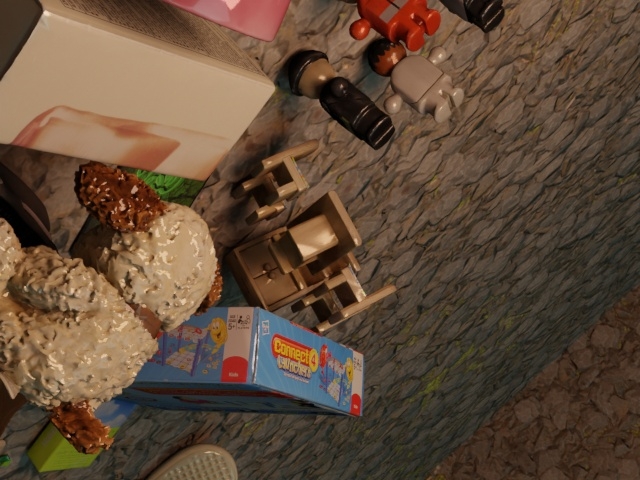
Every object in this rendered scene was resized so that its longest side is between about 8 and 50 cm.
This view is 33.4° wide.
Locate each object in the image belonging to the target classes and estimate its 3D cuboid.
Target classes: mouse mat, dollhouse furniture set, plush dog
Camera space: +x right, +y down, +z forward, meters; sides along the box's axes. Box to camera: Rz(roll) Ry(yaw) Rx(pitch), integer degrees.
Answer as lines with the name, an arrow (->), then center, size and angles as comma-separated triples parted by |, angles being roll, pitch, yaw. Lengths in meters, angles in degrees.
mouse mat -> -0.199, -0.051, 1.256 | 0.152, 0.007, 0.190 | -1, 131, -53
dollhouse furniture set -> 0.000, 0.000, 1.388 | 0.161, 0.212, 0.242 | -26, 175, -29
plush dog -> -0.195, 0.053, 0.994 | 0.225, 0.210, 0.262 | -45, 149, -9

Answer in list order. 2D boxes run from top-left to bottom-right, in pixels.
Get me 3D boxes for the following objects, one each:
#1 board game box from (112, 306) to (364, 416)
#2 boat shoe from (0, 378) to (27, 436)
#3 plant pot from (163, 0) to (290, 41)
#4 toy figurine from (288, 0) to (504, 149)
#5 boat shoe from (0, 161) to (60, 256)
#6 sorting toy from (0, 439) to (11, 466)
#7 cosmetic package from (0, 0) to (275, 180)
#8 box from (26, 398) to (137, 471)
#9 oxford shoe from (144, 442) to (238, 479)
board game box -> -0.143, 0.156, 1.329 | 0.302, 0.308, 0.086 | 33, 58, -61
boat shoe -> -0.406, 0.178, 1.229 | 0.285, 0.089, 0.104 | -42, 152, 3
plant pot -> -0.097, -0.282, 0.865 | 0.201, 0.201, 0.180 | 8, 109, -57
toy figurine -> 0.084, -0.232, 1.229 | 0.209, 0.148, 0.213 | -26, 147, -42
boat shoe -> -0.339, -0.042, 0.976 | 0.112, 0.095, 0.335 | -42, 154, 0
sorting toy -> -0.444, 0.293, 1.428 | 0.083, 0.012, 0.062 | -3, 134, -51
cosmetic package -> -0.198, -0.158, 0.936 | 0.129, 0.153, 0.296 | -50, 151, 18
box -> -0.319, 0.246, 1.494 | 0.178, 0.042, 0.109 | -51, 153, 15
oxford shoe -> -0.291, 0.524, 1.871 | 0.449, 0.169, 0.130 | -60, -169, 16
